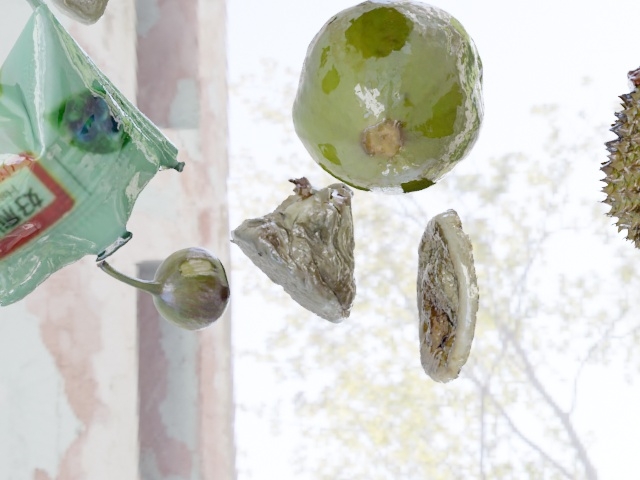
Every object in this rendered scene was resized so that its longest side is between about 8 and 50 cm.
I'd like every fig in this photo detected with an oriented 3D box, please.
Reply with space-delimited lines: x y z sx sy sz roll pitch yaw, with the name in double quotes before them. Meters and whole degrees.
"fig" -0.271 0.075 1.854 0.245 0.149 0.149 13 -104 -42
"fig" 0.108 -0.219 1.727 0.343 0.343 0.343 9 -100 -64

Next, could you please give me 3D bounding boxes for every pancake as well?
"pancake" 0.239 0.112 2.080 0.356 0.065 0.356 178 90 -79

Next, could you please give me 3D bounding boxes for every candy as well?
"candy" -0.361 -0.049 1.153 0.398 0.172 0.263 -42 -54 -8

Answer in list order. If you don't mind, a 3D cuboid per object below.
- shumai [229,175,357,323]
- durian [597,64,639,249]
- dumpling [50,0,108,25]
"shumai" 0.000 0.000 2.286 0.262 0.314 0.267 -46 -11 -9
"durian" 0.564 -0.142 1.491 0.347 0.348 0.384 -52 -34 -53
"dumpling" -0.380 -0.439 1.607 0.166 0.126 0.215 -20 -49 -58
